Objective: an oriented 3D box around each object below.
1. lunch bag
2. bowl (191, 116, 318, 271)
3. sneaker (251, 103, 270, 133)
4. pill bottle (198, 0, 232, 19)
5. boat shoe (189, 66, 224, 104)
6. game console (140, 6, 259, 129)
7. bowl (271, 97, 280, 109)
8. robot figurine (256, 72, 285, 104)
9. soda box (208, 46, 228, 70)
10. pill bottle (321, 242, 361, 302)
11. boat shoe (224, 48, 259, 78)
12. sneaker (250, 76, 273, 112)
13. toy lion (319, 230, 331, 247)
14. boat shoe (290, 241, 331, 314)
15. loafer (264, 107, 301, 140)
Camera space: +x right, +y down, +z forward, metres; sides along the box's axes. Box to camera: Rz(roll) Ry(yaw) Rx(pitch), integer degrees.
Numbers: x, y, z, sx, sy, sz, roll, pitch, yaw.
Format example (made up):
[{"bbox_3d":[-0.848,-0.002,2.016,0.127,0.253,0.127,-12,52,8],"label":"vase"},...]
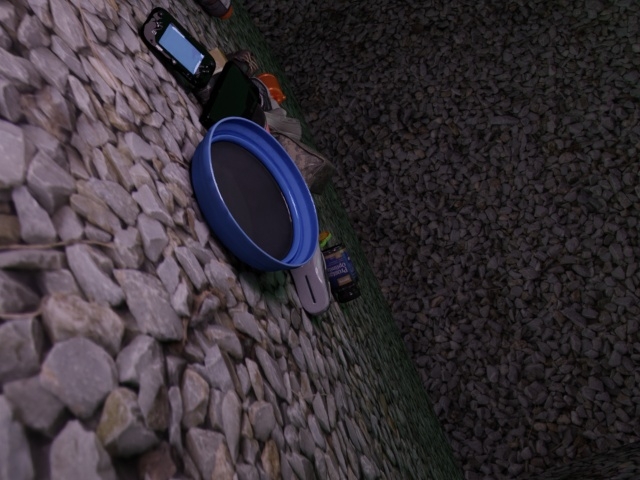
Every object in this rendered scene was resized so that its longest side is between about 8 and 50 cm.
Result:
[{"bbox_3d":[-0.104,-0.324,1.732,0.287,0.169,0.235,36,9,11],"label":"lunch bag"},{"bbox_3d":[-0.148,-0.107,1.029,0.391,0.077,0.391,42,35,-39],"label":"bowl"},{"bbox_3d":[-0.213,-0.323,1.462,0.136,0.116,0.313,63,9,-82],"label":"sneaker"},{"bbox_3d":[-0.466,-1.055,1.822,0.130,0.130,0.246,65,10,5],"label":"pill bottle"},{"bbox_3d":[-0.318,-0.463,1.270,0.079,0.084,0.233,56,21,-24],"label":"boat shoe"},{"bbox_3d":[-0.313,-0.434,1.124,0.361,0.044,0.213,38,57,-43],"label":"game console"},{"bbox_3d":[-0.222,-0.577,1.930,0.142,0.053,0.142,56,43,-19],"label":"bowl"},{"bbox_3d":[-0.259,-0.746,2.112,0.128,0.158,0.219,89,-15,-56],"label":"robot figurine"},{"bbox_3d":[-0.318,-0.546,1.421,0.181,0.061,0.058,62,11,-12],"label":"soda box"},{"bbox_3d":[0.079,0.131,1.688,0.123,0.123,0.219,-41,108,-79],"label":"pill bottle"},{"bbox_3d":[-0.322,-0.709,1.699,0.132,0.130,0.355,57,12,-33],"label":"boat shoe"},{"bbox_3d":[-0.271,-0.607,1.787,0.153,0.101,0.268,42,27,-71],"label":"sneaker"},{"bbox_3d":[0.000,0.000,1.700,0.034,0.096,0.100,59,12,-27],"label":"toy lion"},{"bbox_3d":[-0.047,0.071,1.317,0.119,0.121,0.335,55,22,-75],"label":"boat shoe"},{"bbox_3d":[-0.187,-0.486,1.717,0.319,0.112,0.111,3,94,-61],"label":"loafer"}]
